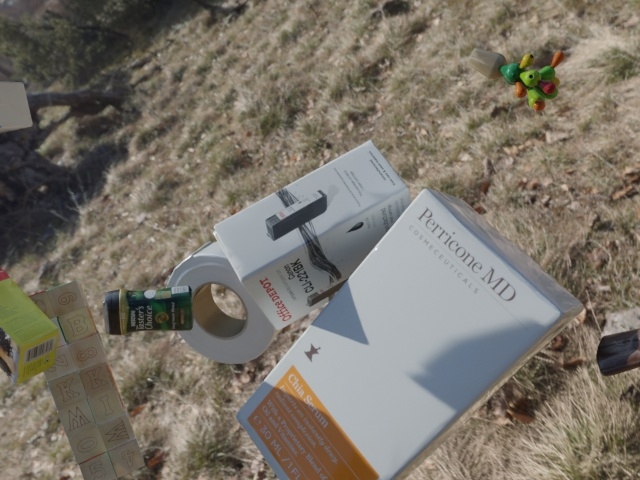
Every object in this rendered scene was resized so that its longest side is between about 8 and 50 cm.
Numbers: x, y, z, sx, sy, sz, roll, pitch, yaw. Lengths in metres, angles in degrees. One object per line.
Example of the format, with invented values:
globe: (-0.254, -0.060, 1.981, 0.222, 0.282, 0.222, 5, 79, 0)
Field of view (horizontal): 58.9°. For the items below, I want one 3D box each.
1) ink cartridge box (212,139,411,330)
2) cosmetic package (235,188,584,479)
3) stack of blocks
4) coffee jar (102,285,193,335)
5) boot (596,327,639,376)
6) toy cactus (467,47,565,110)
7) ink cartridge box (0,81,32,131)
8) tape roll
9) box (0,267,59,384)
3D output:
ink cartridge box: (0.000, 0.000, 0.881, 0.272, 0.197, 0.114, -29, 59, -4)
cosmetic package: (0.107, 0.176, 0.795, 0.230, 0.161, 0.453, 47, 111, 25)
stack of blocks: (-0.377, 0.218, 0.900, 0.087, 0.297, 0.171, -20, 1, -22)
coffee jar: (-0.367, 0.150, 1.213, 0.184, 0.096, 0.079, -2, 26, -14)
boot: (0.356, 0.095, 0.621, 0.114, 0.037, 0.106, -40, 11, 48)
toy cactus: (0.374, -0.326, 1.082, 0.180, 0.219, 0.112, 27, 120, 8)
ink cartridge box: (-0.492, -0.164, 0.748, 0.181, 0.104, 0.062, -5, 100, 24)
tape roll: (-0.219, 0.145, 1.340, 0.286, 0.286, 0.100, -15, 15, 25)
box: (-0.450, 0.082, 0.765, 0.232, 0.058, 0.087, 38, 127, 19)
